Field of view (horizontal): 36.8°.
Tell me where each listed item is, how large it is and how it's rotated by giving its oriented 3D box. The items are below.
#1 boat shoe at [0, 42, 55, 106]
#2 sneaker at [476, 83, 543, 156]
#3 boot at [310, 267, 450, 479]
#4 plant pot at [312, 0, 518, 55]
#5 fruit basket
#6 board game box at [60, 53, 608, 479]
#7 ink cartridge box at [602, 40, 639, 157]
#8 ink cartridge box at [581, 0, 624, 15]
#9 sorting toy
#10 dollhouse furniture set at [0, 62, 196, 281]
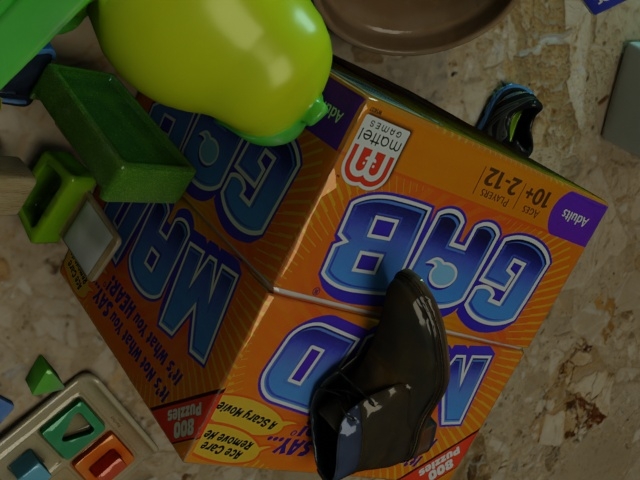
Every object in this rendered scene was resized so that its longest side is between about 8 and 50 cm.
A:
[{"bbox_3d":[-0.366,-0.147,0.861,0.258,0.109,0.089,0,131,-32],"label":"boat shoe"},{"bbox_3d":[0.244,-0.121,1.319,0.067,0.078,0.188,10,111,-38],"label":"sneaker"},{"bbox_3d":[0.049,0.130,0.848,0.106,0.082,0.219,-21,129,-26],"label":"boot"},{"bbox_3d":[0.103,-0.320,1.051,0.237,0.110,0.237,-3,148,-2],"label":"plant pot"},{"bbox_3d":[-0.138,-0.248,0.767,0.392,0.283,0.392,-6,125,-8],"label":"fruit basket"},{"bbox_3d":[0.000,0.000,1.033,0.356,0.356,0.356,16,106,-40],"label":"board game box"},{"bbox_3d":[0.668,-0.190,1.437,0.384,0.279,0.160,-10,122,-30],"label":"ink cartridge box"},{"bbox_3d":[0.279,-0.435,1.019,0.151,0.270,0.395,-20,143,31],"label":"ink cartridge box"},{"bbox_3d":[-0.313,0.281,1.192,0.196,0.047,0.348,-37,132,-11],"label":"sorting toy"},{"bbox_3d":[-0.299,-0.045,0.853,0.301,0.151,0.197,-2,136,-54],"label":"dollhouse furniture set"}]
